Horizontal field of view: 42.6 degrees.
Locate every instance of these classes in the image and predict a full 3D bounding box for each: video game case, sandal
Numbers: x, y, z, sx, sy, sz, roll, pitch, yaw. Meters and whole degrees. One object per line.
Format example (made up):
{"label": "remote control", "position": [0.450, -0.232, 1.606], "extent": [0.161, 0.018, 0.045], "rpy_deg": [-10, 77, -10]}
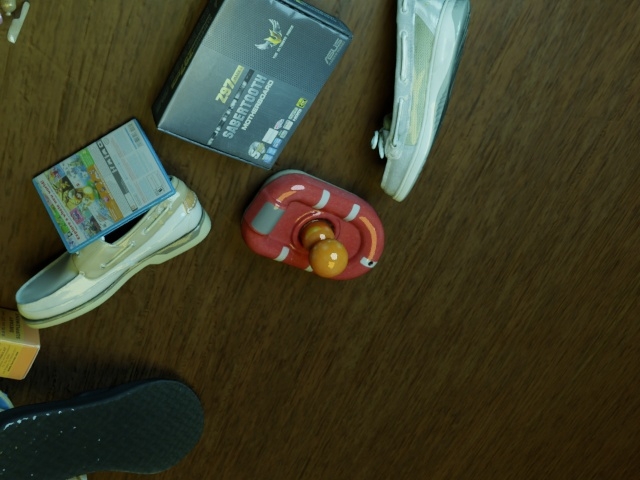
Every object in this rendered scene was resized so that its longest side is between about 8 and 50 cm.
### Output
{"label": "video game case", "position": [-0.294, -0.074, 1.116], "extent": [0.166, 0.119, 0.015], "rpy_deg": [-30, 171, 3]}
{"label": "sandal", "position": [-0.372, 0.305, 1.360], "extent": [0.446, 0.107, 0.167], "rpy_deg": [8, 95, -52]}

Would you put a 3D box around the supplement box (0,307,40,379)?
{"label": "supplement box", "position": [-0.539, 0.135, 1.203], "extent": [0.233, 0.078, 0.080], "rpy_deg": [16, 120, -32]}

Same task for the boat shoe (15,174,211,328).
{"label": "boat shoe", "position": [-0.312, 0.008, 1.178], "extent": [0.302, 0.113, 0.103], "rpy_deg": [-33, 132, -8]}

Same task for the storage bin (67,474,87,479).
{"label": "storage bin", "position": [-0.485, 0.492, 1.394], "extent": [0.123, 0.260, 0.262], "rpy_deg": [7, 124, -28]}

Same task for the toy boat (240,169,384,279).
{"label": "toy boat", "position": [0.000, 0.000, 1.261], "extent": [0.231, 0.151, 0.151], "rpy_deg": [20, 118, -33]}

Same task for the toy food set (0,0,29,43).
{"label": "toy food set", "position": [-0.390, -0.280, 0.931], "extent": [0.122, 0.019, 0.077], "rpy_deg": [29, 68, -40]}

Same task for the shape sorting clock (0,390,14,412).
{"label": "shape sorting clock", "position": [-0.578, 0.258, 1.267], "extent": [0.206, 0.040, 0.206], "rpy_deg": [3, 134, 4]}

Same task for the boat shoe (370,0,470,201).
{"label": "boat shoe", "position": [0.130, -0.204, 1.187], "extent": [0.103, 0.118, 0.320], "rpy_deg": [19, 130, 10]}

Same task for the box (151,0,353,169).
{"label": "box", "position": [-0.094, -0.223, 1.102], "extent": [0.183, 0.059, 0.232], "rpy_deg": [19, 118, -32]}
